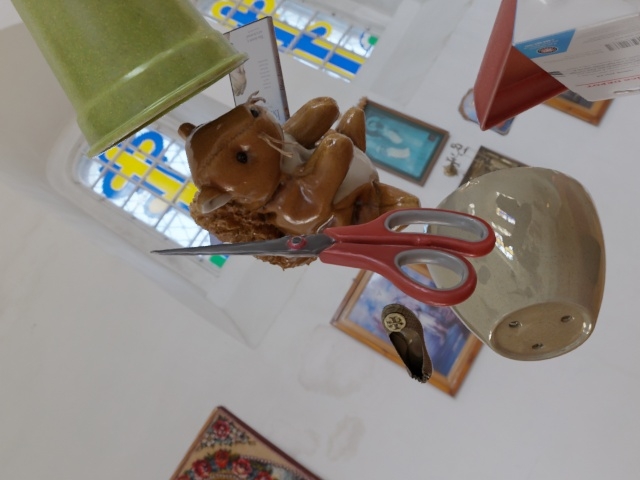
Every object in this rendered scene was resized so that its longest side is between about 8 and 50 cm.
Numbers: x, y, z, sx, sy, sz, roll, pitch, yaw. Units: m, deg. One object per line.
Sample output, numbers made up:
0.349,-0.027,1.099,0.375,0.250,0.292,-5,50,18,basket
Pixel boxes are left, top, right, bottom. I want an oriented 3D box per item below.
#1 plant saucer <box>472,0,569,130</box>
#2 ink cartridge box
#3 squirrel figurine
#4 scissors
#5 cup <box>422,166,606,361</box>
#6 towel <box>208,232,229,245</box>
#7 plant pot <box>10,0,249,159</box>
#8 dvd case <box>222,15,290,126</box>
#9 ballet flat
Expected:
0.287,-0.286,0.598,0.259,0.047,0.259,-27,-37,-32,plant saucer
0.270,-0.189,0.464,0.180,0.104,0.060,7,-93,-43,ink cartridge box
-0.094,-0.085,0.922,0.370,0.281,0.397,4,-34,-43,squirrel figurine
0.000,0.000,0.447,0.109,0.296,0.021,-67,-24,-43,scissors
0.361,0.072,0.899,0.237,0.330,0.331,-87,8,-46,cup
-0.235,-0.086,1.526,0.034,0.284,0.209,15,-119,-62,towel
-0.284,-0.294,0.698,0.276,0.254,0.276,-29,20,12,plant pot
-0.156,-0.385,1.205,0.022,0.180,0.253,-24,-70,-43,dvd case
0.201,0.243,1.138,0.058,0.084,0.250,-70,-37,-49,ballet flat
